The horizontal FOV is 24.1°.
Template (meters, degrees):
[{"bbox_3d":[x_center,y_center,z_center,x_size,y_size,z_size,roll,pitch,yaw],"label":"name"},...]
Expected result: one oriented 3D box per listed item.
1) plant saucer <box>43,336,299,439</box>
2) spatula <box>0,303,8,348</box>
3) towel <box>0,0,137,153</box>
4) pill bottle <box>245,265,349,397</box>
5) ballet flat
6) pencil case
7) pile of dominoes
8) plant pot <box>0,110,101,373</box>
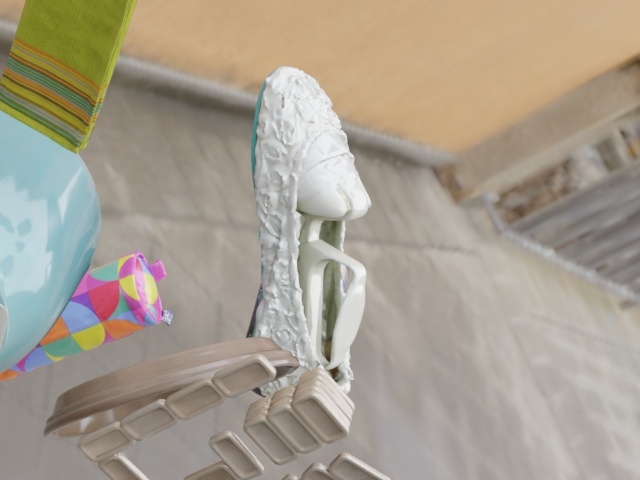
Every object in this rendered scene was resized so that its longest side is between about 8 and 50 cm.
[{"bbox_3d":[-0.159,0.154,1.578,0.278,0.278,0.041,5,67,-67],"label":"plant saucer"},{"bbox_3d":[-0.394,0.099,1.437,0.168,0.242,0.019,24,46,-6],"label":"spatula"},{"bbox_3d":[-0.238,-0.191,1.407,0.102,0.237,0.021,27,40,0],"label":"towel"},{"bbox_3d":[-0.037,0.115,2.138,0.123,0.123,0.219,45,47,-40],"label":"pill bottle"},{"bbox_3d":[0.000,0.000,1.778,0.147,0.147,0.408,-26,119,-71],"label":"ballet flat"},{"bbox_3d":[-0.303,0.093,1.828,0.104,0.236,0.104,-20,90,-82],"label":"pencil case"},{"bbox_3d":[-0.078,0.203,1.430,0.196,0.251,0.040,50,31,-23],"label":"pile of dominoes"},{"bbox_3d":[-0.394,0.021,1.584,0.293,0.293,0.235,53,17,-23],"label":"plant pot"}]
